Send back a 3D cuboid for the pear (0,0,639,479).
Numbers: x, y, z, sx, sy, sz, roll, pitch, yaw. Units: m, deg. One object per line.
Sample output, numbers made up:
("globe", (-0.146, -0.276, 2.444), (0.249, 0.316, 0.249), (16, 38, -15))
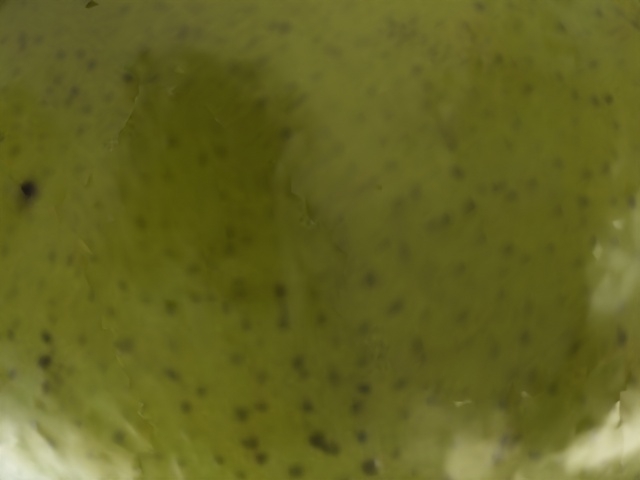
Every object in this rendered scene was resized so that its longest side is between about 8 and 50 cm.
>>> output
("pear", (0.000, 0.000, 0.579), (0.294, 0.294, 0.294), (-25, -154, 13))
